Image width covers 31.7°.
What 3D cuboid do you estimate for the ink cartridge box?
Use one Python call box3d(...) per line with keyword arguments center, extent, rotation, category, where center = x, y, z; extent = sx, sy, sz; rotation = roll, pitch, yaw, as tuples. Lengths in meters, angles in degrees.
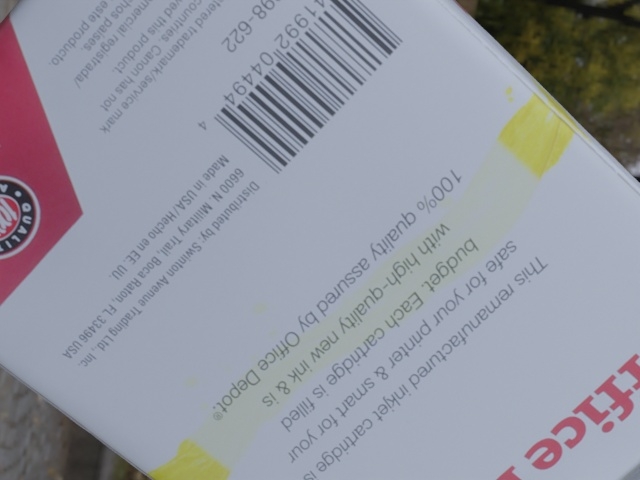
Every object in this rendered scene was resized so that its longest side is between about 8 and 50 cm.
box3d(center=(0.000, 0.000, 0.608), extent=(0.279, 0.385, 0.160), rotation=(-45, -166, 14), category="ink cartridge box")
